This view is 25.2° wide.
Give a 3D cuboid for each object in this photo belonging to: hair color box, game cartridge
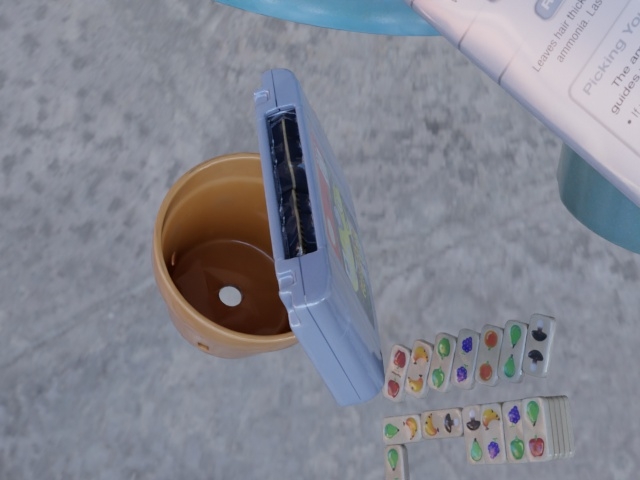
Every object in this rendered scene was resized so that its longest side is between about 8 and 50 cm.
[{"bbox_3d":[0.193,-0.137,0.792,0.113,0.374,0.185,10,120,-48],"label":"hair color box"},{"bbox_3d":[0.000,0.000,1.363,0.060,0.294,0.196,-14,141,6],"label":"game cartridge"}]

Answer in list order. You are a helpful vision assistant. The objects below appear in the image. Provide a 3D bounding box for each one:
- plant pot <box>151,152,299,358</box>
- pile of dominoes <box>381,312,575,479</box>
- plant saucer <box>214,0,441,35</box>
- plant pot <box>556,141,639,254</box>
[{"bbox_3d":[-0.113,0.045,2.080,0.291,0.291,0.203,22,152,-5],"label":"plant pot"},{"bbox_3d":[0.135,0.181,1.387,0.251,0.040,0.196,-16,76,47],"label":"pile of dominoes"},{"bbox_3d":[-0.007,-0.235,1.219,0.317,0.317,0.044,10,86,0],"label":"plant saucer"},{"bbox_3d":[0.420,-0.174,1.580,0.341,0.341,0.334,11,122,-1],"label":"plant pot"}]
